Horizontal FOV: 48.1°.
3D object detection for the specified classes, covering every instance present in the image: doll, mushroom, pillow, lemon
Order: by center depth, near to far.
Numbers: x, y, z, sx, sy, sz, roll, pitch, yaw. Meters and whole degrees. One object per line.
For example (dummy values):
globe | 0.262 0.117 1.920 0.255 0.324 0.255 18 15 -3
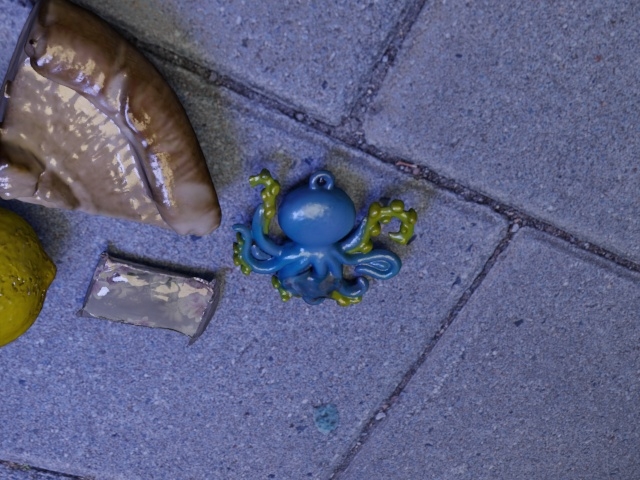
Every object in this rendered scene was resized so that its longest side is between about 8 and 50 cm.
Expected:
mushroom | -0.317 -0.172 1.157 0.397 0.224 0.313 20 100 -32
lemon | -0.600 0.065 1.181 0.310 0.258 0.257 -6 122 -2
pillow | -0.326 0.107 1.393 0.255 0.059 0.169 16 116 -20
doll | 0.000 0.000 1.397 0.346 0.098 0.341 1 133 -9
